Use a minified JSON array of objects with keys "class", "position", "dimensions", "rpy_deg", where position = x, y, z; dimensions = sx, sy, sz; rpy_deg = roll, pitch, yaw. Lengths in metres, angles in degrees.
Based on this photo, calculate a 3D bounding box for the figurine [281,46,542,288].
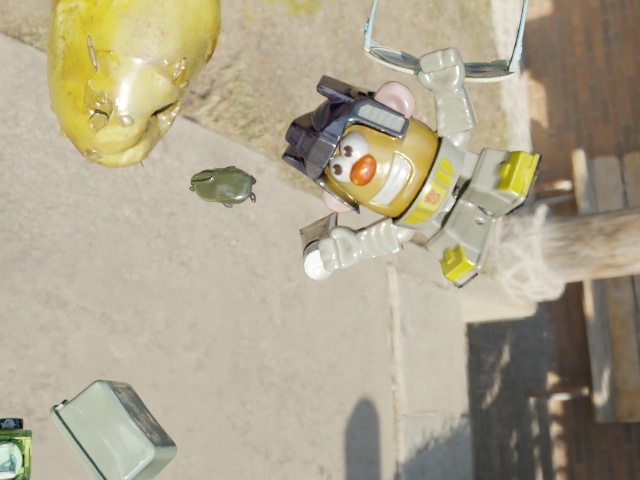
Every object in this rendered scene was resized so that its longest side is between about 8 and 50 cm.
[{"class":"figurine","position":[0.096,-0.083,1.059],"dimensions":[0.143,0.308,0.308],"rpy_deg":[-102,-179,-87]}]

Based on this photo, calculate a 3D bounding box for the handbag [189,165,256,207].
[{"class":"handbag","position":[-0.163,-0.091,1.442],"dimensions":[0.047,0.111,0.072],"rpy_deg":[71,21,-79]}]

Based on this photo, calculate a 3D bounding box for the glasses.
[{"class":"glasses","position":[0.150,-0.269,0.996],"dimensions":[0.220,0.189,0.088],"rpy_deg":[98,2,-51]}]

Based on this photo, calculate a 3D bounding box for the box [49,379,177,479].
[{"class":"box","position":[-0.286,0.274,1.241],"dimensions":[0.172,0.093,0.124],"rpy_deg":[48,2,16]}]

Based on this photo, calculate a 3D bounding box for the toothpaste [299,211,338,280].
[{"class":"toothpaste","position":[0.000,0.000,1.291],"dimensions":[0.045,0.071,0.193],"rpy_deg":[60,8,-17]}]

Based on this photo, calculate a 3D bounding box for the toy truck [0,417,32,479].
[{"class":"toy truck","position":[-0.583,0.339,1.351],"dimensions":[0.259,0.135,0.128],"rpy_deg":[2,74,-16]}]

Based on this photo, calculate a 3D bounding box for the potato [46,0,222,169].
[{"class":"potato","position":[-0.171,-0.214,0.796],"dimensions":[0.140,0.173,0.300],"rpy_deg":[14,76,-49]}]
